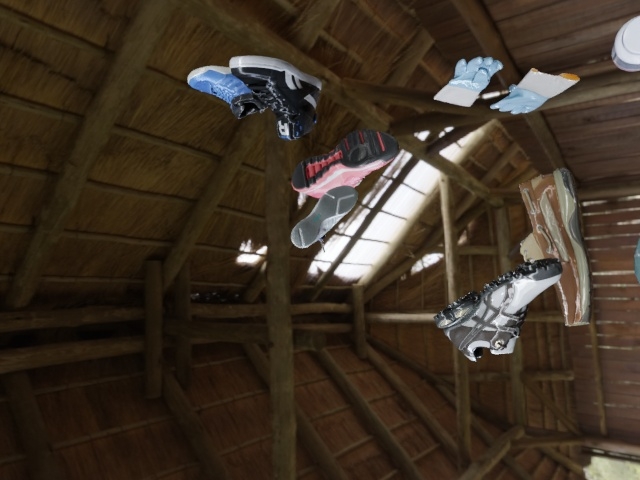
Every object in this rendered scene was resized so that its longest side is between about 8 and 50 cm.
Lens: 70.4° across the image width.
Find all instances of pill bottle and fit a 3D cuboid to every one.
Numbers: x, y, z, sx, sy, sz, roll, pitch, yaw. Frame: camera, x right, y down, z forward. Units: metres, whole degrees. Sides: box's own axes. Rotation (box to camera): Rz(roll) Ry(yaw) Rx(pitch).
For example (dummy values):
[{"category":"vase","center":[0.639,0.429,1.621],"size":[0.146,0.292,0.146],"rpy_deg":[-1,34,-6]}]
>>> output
[{"category":"pill bottle","center":[0.751,-0.465,1.065],"size":[0.180,0.108,0.107],"rpy_deg":[-21,-76,-59]}]

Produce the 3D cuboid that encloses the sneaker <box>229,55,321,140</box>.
[{"category":"sneaker","center":[-0.069,-0.237,0.787],"size":[0.217,0.079,0.121],"rpy_deg":[-8,-76,-55]}]

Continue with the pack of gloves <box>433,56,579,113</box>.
[{"category":"pack of gloves","center":[0.342,-0.306,0.869],"size":[0.232,0.195,0.046],"rpy_deg":[11,-87,-89]}]

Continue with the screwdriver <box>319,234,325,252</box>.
[{"category":"screwdriver","center":[0.000,0.000,1.027],"size":[0.024,0.025,0.170],"rpy_deg":[-57,7,12]}]

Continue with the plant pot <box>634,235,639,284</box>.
[{"category":"plant pot","center":[0.539,0.068,0.449],"size":[0.334,0.341,0.341],"rpy_deg":[-91,-19,-64]}]

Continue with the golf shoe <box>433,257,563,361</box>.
[{"category":"golf shoe","center":[0.244,0.094,0.593],"size":[0.077,0.198,0.093],"rpy_deg":[-18,-110,-37]}]

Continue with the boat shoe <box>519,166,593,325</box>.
[{"category":"boat shoe","center":[0.479,0.013,0.933],"size":[0.123,0.120,0.323],"rpy_deg":[27,-122,-53]}]

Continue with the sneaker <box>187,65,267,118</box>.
[{"category":"sneaker","center":[-0.172,-0.274,0.852],"size":[0.058,0.152,0.084],"rpy_deg":[128,142,-75]}]

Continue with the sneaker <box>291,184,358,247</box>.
[{"category":"sneaker","center":[0.006,-0.044,0.832],"size":[0.053,0.152,0.061],"rpy_deg":[47,174,7]}]

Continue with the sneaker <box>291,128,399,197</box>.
[{"category":"sneaker","center":[0.079,-0.202,1.252],"size":[0.136,0.314,0.115],"rpy_deg":[31,-133,-53]}]
